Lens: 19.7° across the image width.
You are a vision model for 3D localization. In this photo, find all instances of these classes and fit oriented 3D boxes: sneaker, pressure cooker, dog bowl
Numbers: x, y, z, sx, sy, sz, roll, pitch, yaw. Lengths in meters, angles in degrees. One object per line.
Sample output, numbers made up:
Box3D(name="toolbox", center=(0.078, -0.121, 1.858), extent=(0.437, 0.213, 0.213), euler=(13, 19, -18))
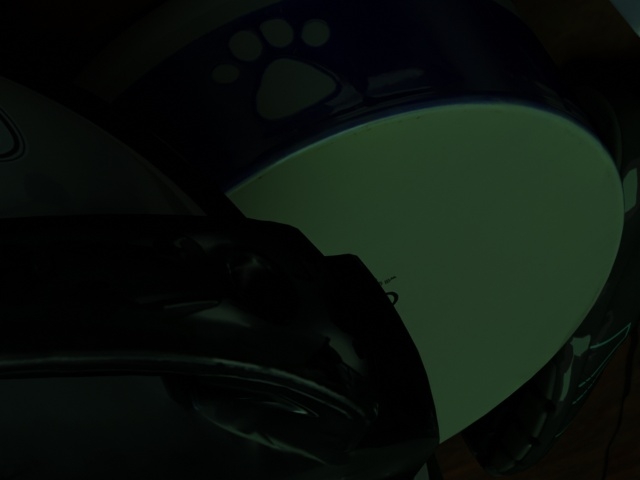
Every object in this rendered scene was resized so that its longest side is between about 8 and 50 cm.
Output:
Box3D(name="sneaker", center=(0.146, 0.028, 0.970), extent=(0.106, 0.101, 0.267), euler=(-9, 140, -28))
Box3D(name="pressure cooker", center=(-0.173, 0.131, 0.603), extent=(0.370, 0.375, 0.420), euler=(-58, 180, -41))
Box3D(name="dog bowl", center=(0.000, 0.000, 0.837), extent=(0.265, 0.104, 0.265), euler=(-17, 142, -14))

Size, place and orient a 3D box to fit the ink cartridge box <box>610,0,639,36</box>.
Box3D(name="ink cartridge box", center=(0.127, -0.174, 0.638), extent=(0.082, 0.191, 0.140), euler=(9, 130, -40))
